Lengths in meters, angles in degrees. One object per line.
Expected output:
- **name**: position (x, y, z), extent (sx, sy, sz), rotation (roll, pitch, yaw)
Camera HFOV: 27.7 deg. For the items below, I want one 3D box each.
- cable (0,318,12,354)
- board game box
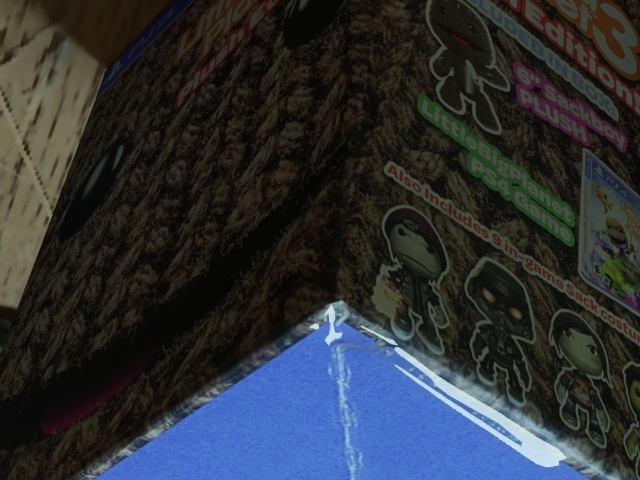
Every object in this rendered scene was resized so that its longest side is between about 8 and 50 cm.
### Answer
- **cable**: position (-0.114, 0.138, 0.870), extent (0.287, 0.072, 0.139), rotation (38, 148, -13)
- **board game box**: position (0.000, 0.000, 0.508), extent (0.141, 0.291, 0.232), rotation (34, 131, -24)
